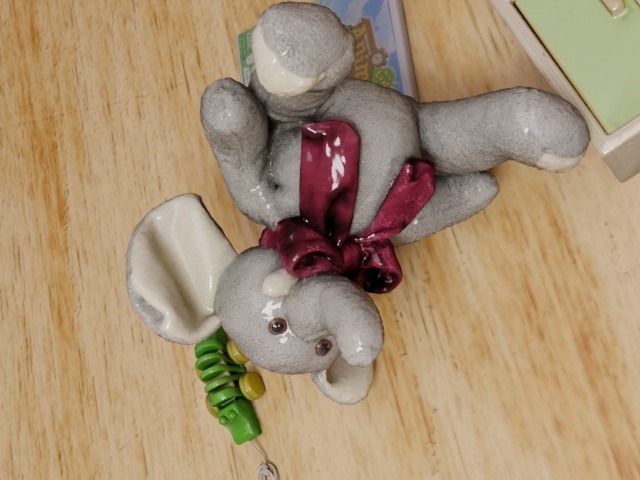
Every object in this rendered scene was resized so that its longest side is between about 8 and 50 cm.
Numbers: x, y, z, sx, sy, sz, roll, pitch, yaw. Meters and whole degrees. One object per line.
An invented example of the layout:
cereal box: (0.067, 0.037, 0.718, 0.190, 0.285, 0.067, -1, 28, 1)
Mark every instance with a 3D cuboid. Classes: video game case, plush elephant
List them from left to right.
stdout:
plush elephant: (0.000, 0.000, 0.675, 0.330, 0.271, 0.256, -8, 70, 59)
video game case: (0.005, -0.148, 0.852, 0.193, 0.023, 0.213, -16, 72, 26)

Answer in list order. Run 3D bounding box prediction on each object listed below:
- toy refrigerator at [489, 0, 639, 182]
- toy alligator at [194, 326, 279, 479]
toy refrigerator: (0.214, -0.192, 0.700, 0.102, 0.094, 0.270, -35, 64, 19)
toy alligator: (-0.089, 0.159, 0.822, 0.056, 0.051, 0.190, -32, 65, 21)
